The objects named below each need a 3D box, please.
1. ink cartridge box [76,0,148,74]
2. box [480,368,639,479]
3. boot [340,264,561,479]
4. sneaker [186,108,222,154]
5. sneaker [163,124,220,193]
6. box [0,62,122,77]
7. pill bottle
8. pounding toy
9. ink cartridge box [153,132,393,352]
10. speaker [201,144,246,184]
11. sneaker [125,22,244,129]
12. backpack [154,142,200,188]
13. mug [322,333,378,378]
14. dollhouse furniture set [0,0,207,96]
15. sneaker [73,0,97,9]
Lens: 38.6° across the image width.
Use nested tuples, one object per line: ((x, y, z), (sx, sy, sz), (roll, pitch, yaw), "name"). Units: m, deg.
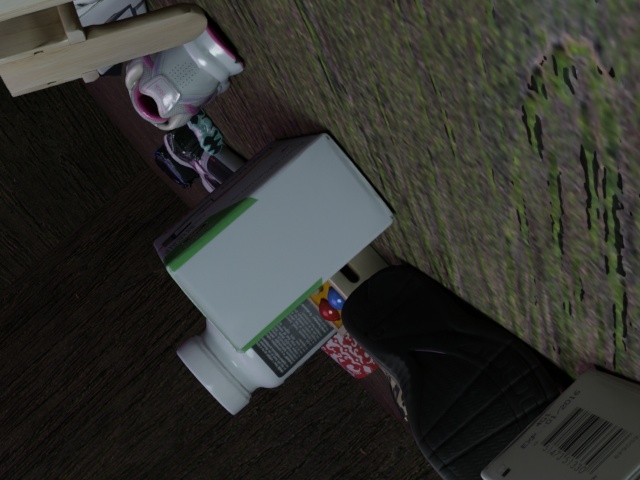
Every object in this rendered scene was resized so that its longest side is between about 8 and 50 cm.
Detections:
((-0.304, -0.323, 1.116), (0.172, 0.100, 0.237), (48, 173, -1), "ink cartridge box")
((0.255, 0.228, 0.665), (0.232, 0.127, 0.148), (49, 172, -12), "box")
((0.180, 0.210, 0.954), (0.284, 0.138, 0.377), (54, 174, -34), "boot")
((-0.194, -0.186, 1.461), (0.069, 0.038, 0.098), (41, 160, 52), "sneaker")
((-0.198, -0.144, 1.631), (0.077, 0.072, 0.178), (19, 160, 51), "sneaker")
((-0.547, -0.370, 1.659), (0.295, 0.293, 0.073), (42, 131, 47), "box")
((-0.071, 0.120, 1.380), (0.162, 0.278, 0.162), (47, 172, 9), "pill bottle")
((0.004, 0.047, 1.154), (0.141, 0.100, 0.130), (47, 157, 8), "pounding toy")
((-0.066, -0.008, 0.987), (0.117, 0.201, 0.278), (50, 173, -12), "ink cartridge box")
((-0.141, -0.109, 1.469), (0.136, 0.055, 0.055), (40, 169, 49), "speaker")
((-0.168, -0.182, 1.021), (0.103, 0.111, 0.252), (49, 173, -9), "sneaker")
((-0.292, -0.167, 1.909), (0.105, 0.084, 0.114), (50, 167, -12), "backpack")
((0.045, 0.147, 1.646), (0.169, 0.150, 0.113), (45, 137, -13), "mug")
((-0.189, -0.323, 0.571), (0.303, 0.174, 0.355), (109, 141, -73), "dollhouse furniture set")
((-0.213, -0.256, 0.793), (0.122, 0.146, 0.330), (51, 171, -14), "sneaker")
